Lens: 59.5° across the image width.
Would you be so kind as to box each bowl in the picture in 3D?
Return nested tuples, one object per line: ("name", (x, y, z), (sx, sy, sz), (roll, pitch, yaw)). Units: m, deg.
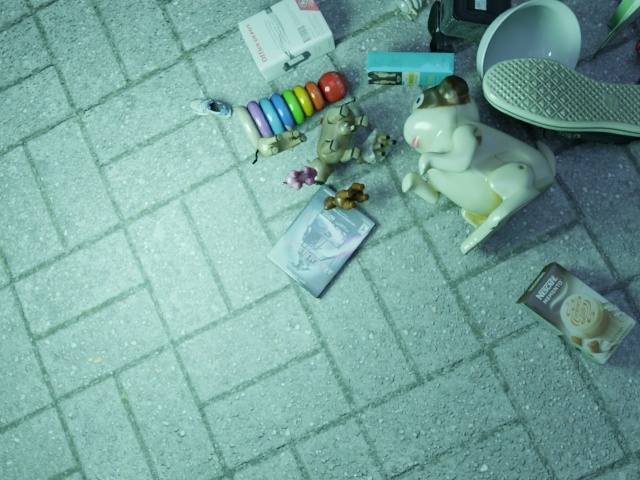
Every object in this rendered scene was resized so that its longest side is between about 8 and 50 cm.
("bowl", (0.543, -0.513, 1.533), (0.297, 0.134, 0.298), (-8, 121, -14))

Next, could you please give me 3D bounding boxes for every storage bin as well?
("storage bin", (0.441, -0.650, 1.592), (0.180, 0.084, 0.122), (4, 83, -12))

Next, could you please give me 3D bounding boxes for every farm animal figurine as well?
("farm animal figurine", (0.005, -0.248, 1.553), (0.330, 0.172, 0.327), (38, 76, -24))

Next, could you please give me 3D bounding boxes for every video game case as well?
("video game case", (0.000, 0.000, 1.619), (0.196, 0.026, 0.274), (38, 88, 11))

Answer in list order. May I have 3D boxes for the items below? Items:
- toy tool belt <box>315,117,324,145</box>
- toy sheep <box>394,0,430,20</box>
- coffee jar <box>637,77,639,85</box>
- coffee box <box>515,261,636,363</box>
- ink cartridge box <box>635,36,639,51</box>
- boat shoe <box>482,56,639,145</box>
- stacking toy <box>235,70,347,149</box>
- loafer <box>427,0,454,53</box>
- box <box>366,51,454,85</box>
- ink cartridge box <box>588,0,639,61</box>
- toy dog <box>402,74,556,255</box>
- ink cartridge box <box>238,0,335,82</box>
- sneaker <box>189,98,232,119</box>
("toy tool belt", (0.019, -0.314, 1.652), (0.051, 0.052, 0.083), (13, 87, -22))
("toy sheep", (0.265, -0.706, 1.651), (0.091, 0.091, 0.132), (38, 70, 11))
("coffee jar", (0.972, -0.415, 1.520), (0.184, 0.079, 0.096), (-4, 82, 8))
("coffee box", (0.663, 0.189, 1.468), (0.246, 0.098, 0.141), (38, 88, 11))
("ink cartridge box", (0.970, -0.583, 1.543), (0.134, 0.078, 0.231), (24, 86, 11))
("boat shoe", (0.658, -0.350, 1.475), (0.500, 0.156, 0.187), (9, 78, -5))
("stacking toy", (-0.073, -0.396, 1.633), (0.330, 0.141, 0.141), (-28, 80, -1))
("loafer", (0.355, -0.621, 1.646), (0.061, 0.062, 0.170), (0, 84, -15))
("box", (0.257, -0.493, 1.614), (0.244, 0.100, 0.060), (3, 83, 8))
("ink cartridge box", (0.826, -0.615, 1.520), (0.235, 0.171, 0.056), (-40, 79, 1))
("toy dog", (0.396, -0.237, 1.475), (0.395, 0.284, 0.408), (-38, 78, -7))
("ink cartridge box", (-0.100, -0.611, 1.677), (0.237, 0.100, 0.172), (-26, 80, 2))
("sneaker", (-0.338, -0.409, 1.702), (0.135, 0.058, 0.052), (11, 84, 9))
